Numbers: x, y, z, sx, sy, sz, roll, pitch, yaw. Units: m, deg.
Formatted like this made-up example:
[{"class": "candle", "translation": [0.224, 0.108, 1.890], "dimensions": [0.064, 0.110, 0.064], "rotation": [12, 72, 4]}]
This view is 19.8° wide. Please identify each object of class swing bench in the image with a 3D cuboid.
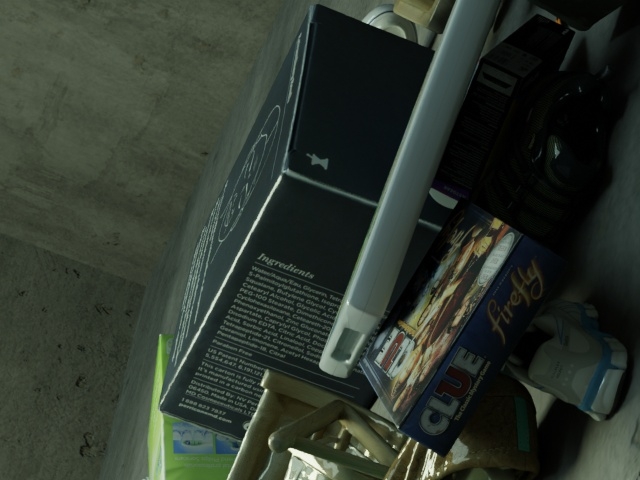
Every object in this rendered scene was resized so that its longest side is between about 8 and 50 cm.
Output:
[{"class": "swing bench", "translation": [-0.020, 0.286, 1.717], "dimensions": [0.255, 0.165, 0.253], "rotation": [-105, 36, -81]}]

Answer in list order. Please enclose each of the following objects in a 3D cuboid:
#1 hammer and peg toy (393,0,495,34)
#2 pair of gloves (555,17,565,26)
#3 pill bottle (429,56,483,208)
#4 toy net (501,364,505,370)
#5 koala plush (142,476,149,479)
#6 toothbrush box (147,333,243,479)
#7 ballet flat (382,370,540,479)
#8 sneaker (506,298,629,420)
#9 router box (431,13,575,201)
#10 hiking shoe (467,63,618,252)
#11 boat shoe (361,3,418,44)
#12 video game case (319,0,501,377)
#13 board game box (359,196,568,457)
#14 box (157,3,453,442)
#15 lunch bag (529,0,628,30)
[{"class": "hammer and peg toy", "translation": [0.173, -0.361, 2.061], "dimensions": [0.361, 0.127, 0.266], "rotation": [-124, 58, -77]}, {"class": "pair of gloves", "translation": [0.219, -0.178, 1.794], "dimensions": [0.083, 0.010, 0.074], "rotation": [121, 165, -46]}, {"class": "pill bottle", "translation": [0.143, -0.107, 1.826], "dimensions": [0.160, 0.087, 0.087], "rotation": [-81, 16, -47]}, {"class": "toy net", "translation": [0.152, 0.050, 1.621], "dimensions": [0.122, 0.045, 0.232], "rotation": [-51, 22, 39]}, {"class": "koala plush", "translation": [-0.182, 0.421, 2.253], "dimensions": [0.196, 0.203, 0.221], "rotation": [102, 155, -43]}, {"class": "toothbrush box", "translation": [-0.134, 0.279, 2.120], "dimensions": [0.206, 0.122, 0.283], "rotation": [101, 166, -46]}, {"class": "ballet flat", "translation": [0.080, 0.255, 1.462], "dimensions": [0.342, 0.116, 0.124], "rotation": [-58, 32, 29]}, {"class": "sneaker", "translation": [0.168, 0.075, 1.375], "dimensions": [0.191, 0.083, 0.071], "rotation": [-135, 65, -80]}, {"class": "router box", "translation": [0.166, -0.121, 1.660], "dimensions": [0.179, 0.046, 0.133], "rotation": [-41, -24, -60]}, {"class": "hiking shoe", "translation": [0.180, -0.044, 1.526], "dimensions": [0.114, 0.086, 0.227], "rotation": [155, 136, -80]}, {"class": "boat shoe", "translation": [0.062, -0.167, 2.342], "dimensions": [0.088, 0.096, 0.267], "rotation": [-113, 43, -69]}, {"class": "video game case", "translation": [0.080, -0.057, 1.604], "dimensions": [0.300, 0.036, 0.329], "rotation": [108, -178, -76]}, {"class": "board game box", "translation": [0.101, 0.058, 1.390], "dimensions": [0.165, 0.042, 0.243], "rotation": [-58, 9, 3]}, {"class": "box", "translation": [0.000, 0.000, 2.006], "dimensions": [0.293, 0.212, 0.395], "rotation": [-81, 15, -47]}, {"class": "lunch bag", "translation": [0.248, -0.352, 1.541], "dimensions": [0.235, 0.169, 0.287], "rotation": [150, 140, -73]}]
